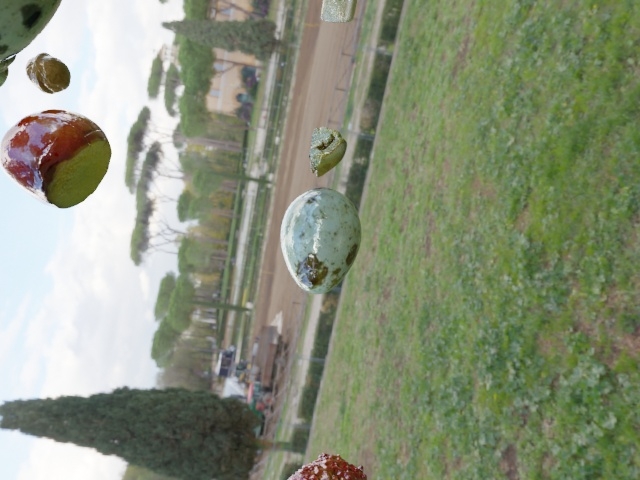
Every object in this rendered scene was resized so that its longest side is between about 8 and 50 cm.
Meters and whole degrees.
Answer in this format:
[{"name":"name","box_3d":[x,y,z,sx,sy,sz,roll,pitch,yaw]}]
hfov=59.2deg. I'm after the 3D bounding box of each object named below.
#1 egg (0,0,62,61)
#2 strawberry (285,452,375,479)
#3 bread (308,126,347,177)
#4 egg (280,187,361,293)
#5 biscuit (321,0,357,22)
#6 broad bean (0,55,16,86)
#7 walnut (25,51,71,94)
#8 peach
[{"name":"egg","box_3d":[-0.385,-0.316,0.645,0.177,0.177,0.228,-124,47,-78]},{"name":"strawberry","box_3d":[-0.029,0.404,0.850,0.174,0.098,0.228,-47,-21,18]},{"name":"bread","box_3d":[0.031,-0.283,1.799,0.103,0.110,0.156,45,-132,-69]},{"name":"egg","box_3d":[0.000,0.000,1.168,0.169,0.169,0.231,116,162,-62]},{"name":"biscuit","box_3d":[0.045,-0.473,0.971,0.052,0.056,0.187,-52,-25,-67]},{"name":"broad bean","box_3d":[-0.854,-0.456,1.396,0.228,0.169,0.100,-32,22,41]},{"name":"walnut","box_3d":[-0.714,-0.438,1.478,0.124,0.105,0.105,93,-175,-79]},{"name":"peach","box_3d":[-0.662,-0.203,1.394,0.274,0.246,0.248,-131,49,-80]}]
